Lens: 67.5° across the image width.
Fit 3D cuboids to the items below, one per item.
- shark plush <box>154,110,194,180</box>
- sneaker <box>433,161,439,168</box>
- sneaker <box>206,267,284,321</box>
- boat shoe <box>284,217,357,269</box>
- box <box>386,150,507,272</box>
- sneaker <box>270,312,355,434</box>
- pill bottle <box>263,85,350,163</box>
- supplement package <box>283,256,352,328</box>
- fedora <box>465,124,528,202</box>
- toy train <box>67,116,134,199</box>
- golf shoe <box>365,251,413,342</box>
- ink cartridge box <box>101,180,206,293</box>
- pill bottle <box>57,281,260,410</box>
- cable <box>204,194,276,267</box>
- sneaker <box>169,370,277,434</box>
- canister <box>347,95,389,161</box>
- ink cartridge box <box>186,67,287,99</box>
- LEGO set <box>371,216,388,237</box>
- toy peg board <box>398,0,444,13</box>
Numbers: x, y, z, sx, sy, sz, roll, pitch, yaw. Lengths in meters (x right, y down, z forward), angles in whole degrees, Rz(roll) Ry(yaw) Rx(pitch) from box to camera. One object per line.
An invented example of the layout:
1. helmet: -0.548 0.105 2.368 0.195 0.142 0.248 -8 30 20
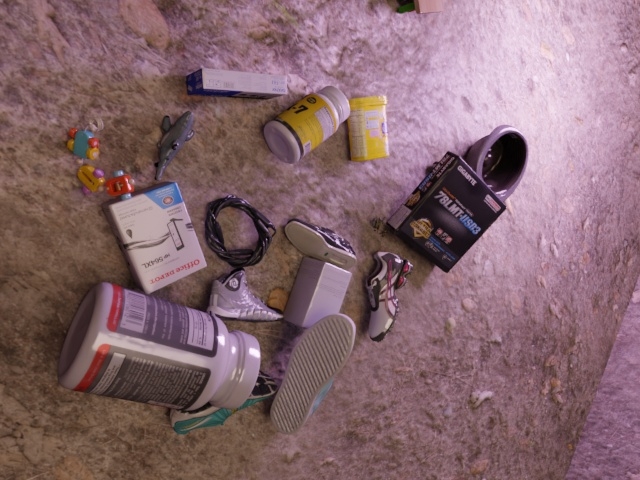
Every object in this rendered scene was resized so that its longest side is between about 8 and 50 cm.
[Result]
1. shark plush: -0.327 -0.209 1.037 0.073 0.067 0.161 42 72 -32
2. sneaker: 0.388 -0.205 1.567 0.044 0.040 0.109 -33 114 -26
3. sneaker: -0.176 0.134 1.189 0.229 0.086 0.132 15 69 -49
4. boat shoe: 0.000 0.000 1.311 0.233 0.084 0.079 29 41 -28
5. box: 0.401 -0.080 1.512 0.296 0.073 0.293 36 101 -34
6. sneaker: -0.015 0.331 1.267 0.365 0.135 0.150 -59 170 16
7. pill bottle: -0.030 -0.295 1.206 0.208 0.119 0.119 -42 118 -24
8. supplement package: -0.010 0.149 1.292 0.105 0.105 0.179 25 81 -36
9. fedora: 0.584 -0.265 1.645 0.244 0.124 0.275 37 82 -32
10. toy train: -0.428 -0.155 0.952 0.046 0.125 0.166 -41 114 -66
11. golf shoe: 0.179 0.167 1.449 0.120 0.105 0.272 23 77 -20
12. ink cartridge box: -0.354 -0.009 1.035 0.148 0.086 0.203 -27 111 -29
13. pill bottle: -0.323 0.237 1.005 0.363 0.210 0.210 25 82 -32
14. cable: -0.207 -0.023 1.166 0.184 0.047 0.150 41 81 -23
15. sneaker: -0.239 0.395 1.186 0.276 0.107 0.109 -8 125 -35
16. canister: 0.133 -0.314 1.349 0.126 0.073 0.169 -15 107 -33
17. ink cartridge box: -0.189 -0.355 1.097 0.207 0.097 0.046 -7 101 -34
18. LEGO set: 0.176 -0.044 1.453 0.054 0.023 0.083 -36 129 -24
19. toy peg board: 0.281 -0.745 1.405 0.161 0.079 0.161 -32 116 -45
